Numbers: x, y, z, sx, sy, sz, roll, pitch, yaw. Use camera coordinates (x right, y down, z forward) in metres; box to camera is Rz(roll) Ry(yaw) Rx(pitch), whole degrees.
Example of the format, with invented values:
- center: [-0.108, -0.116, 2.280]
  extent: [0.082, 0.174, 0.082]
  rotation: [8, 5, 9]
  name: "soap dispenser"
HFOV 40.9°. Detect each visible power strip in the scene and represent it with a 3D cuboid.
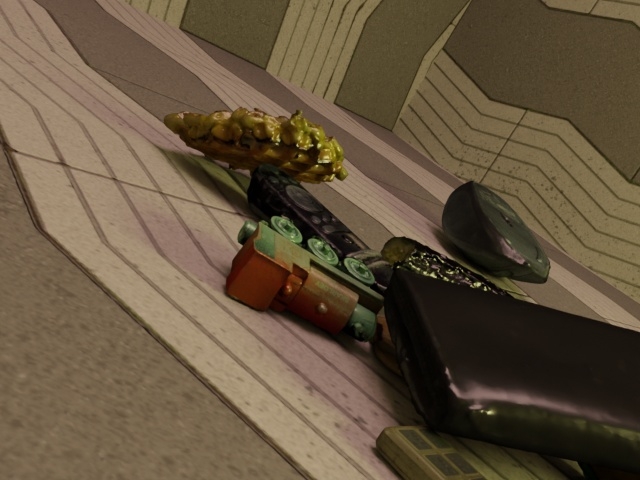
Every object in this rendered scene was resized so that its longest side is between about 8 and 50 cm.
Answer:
- center: [0.118, 0.202, 0.660]
  extent: [0.169, 0.028, 0.076]
  rotation: [40, 15, 34]
  name: "power strip"

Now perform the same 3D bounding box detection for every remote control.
- center: [0.000, 0.000, 1.105]
  extent: [0.266, 0.066, 0.090]
  rotation: [42, 30, 26]
  name: "remote control"

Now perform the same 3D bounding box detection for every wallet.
- center: [0.267, 0.143, 0.846]
  extent: [0.406, 0.062, 0.228]
  rotation: [16, 24, -16]
  name: "wallet"

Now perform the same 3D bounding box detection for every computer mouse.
- center: [0.354, 0.000, 1.773]
  extent: [0.203, 0.114, 0.374]
  rotation: [31, 20, -15]
  name: "computer mouse"

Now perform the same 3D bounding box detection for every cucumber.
- center: [0.217, 0.085, 1.228]
  extent: [0.303, 0.072, 0.081]
  rotation: [28, 23, -19]
  name: "cucumber"

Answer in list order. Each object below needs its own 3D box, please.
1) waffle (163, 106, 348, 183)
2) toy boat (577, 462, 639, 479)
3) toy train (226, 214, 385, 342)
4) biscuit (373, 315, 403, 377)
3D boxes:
- center: [-0.083, -0.130, 1.203]
  extent: [0.243, 0.059, 0.238]
  rotation: [6, -9, 32]
  name: "waffle"
- center: [0.332, 0.244, 0.852]
  extent: [0.229, 0.089, 0.088]
  rotation: [39, 1, 27]
  name: "toy boat"
- center: [-0.011, 0.046, 0.874]
  extent: [0.176, 0.074, 0.118]
  rotation: [33, 22, -16]
  name: "toy train"
- center: [0.087, 0.118, 0.928]
  extent: [0.071, 0.018, 0.147]
  rotation: [32, 11, -9]
  name: "biscuit"
